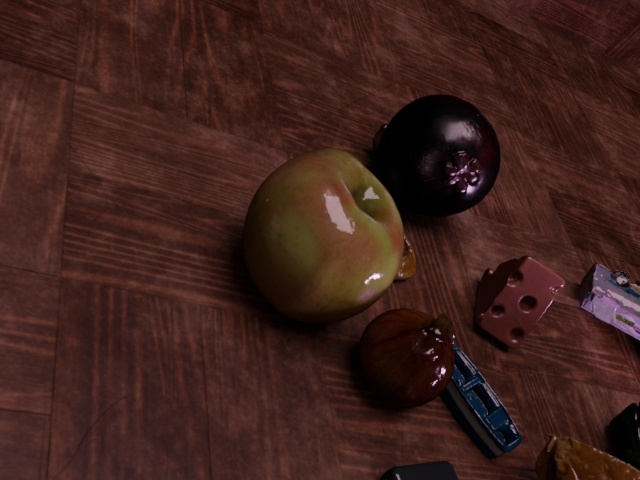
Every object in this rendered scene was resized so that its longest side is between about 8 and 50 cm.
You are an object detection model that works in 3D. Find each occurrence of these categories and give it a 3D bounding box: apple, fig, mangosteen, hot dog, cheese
[{"bbox_3d":[0.000,0.000,1.480,0.319,0.277,0.319,32,36,-28],"label":"apple"},{"bbox_3d":[0.174,0.213,1.478,0.205,0.205,0.205,23,41,-22],"label":"fig"},{"bbox_3d":[0.284,-0.216,1.935,0.306,0.307,0.347,24,12,-21],"label":"mangosteen"},{"bbox_3d":[0.142,-0.020,1.775,0.084,0.073,0.243,-6,57,-49],"label":"hot dog"},{"bbox_3d":[0.450,0.123,1.837,0.128,0.203,0.177,31,10,-9],"label":"cheese"}]

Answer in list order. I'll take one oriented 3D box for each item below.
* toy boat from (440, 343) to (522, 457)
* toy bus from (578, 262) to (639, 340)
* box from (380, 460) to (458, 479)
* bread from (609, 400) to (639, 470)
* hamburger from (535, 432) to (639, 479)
[{"bbox_3d":[0.295,0.308,1.590,0.096,0.062,0.299,-15,65,-46],"label":"toy boat"},{"bbox_3d":[0.857,0.195,2.096,0.316,0.112,0.138,29,43,11],"label":"toy bus"},{"bbox_3d":[0.204,0.499,1.335,0.160,0.050,0.230,5,49,-36],"label":"box"},{"bbox_3d":[0.795,0.520,1.703,0.251,0.208,0.377,31,35,-19],"label":"bread"},{"bbox_3d":[0.568,0.529,1.486,0.329,0.209,0.162,24,-5,-5],"label":"hamburger"}]
